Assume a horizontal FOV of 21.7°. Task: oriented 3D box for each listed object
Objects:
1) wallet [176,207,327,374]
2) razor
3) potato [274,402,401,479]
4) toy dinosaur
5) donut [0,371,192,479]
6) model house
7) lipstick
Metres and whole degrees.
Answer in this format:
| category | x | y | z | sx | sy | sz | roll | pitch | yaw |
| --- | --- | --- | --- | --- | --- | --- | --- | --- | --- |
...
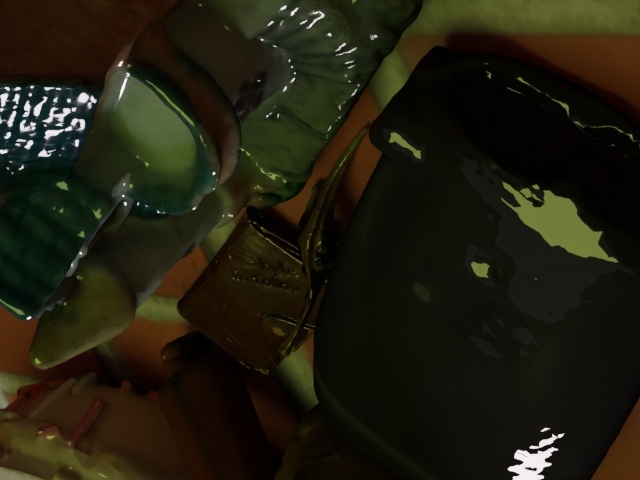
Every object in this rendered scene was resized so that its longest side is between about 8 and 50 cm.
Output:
| category | x | y | z | sx | sy | sz | roll | pitch | yaw |
| --- | --- | --- | --- | --- | --- | --- | --- | --- | --- |
| wallet | -0.045 | 0.042 | 1.212 | 0.095 | 0.026 | 0.176 | 37 | 147 | -4 |
| razor | 0.100 | 0.047 | 1.008 | 0.204 | 0.113 | 0.349 | 32 | 146 | 14 |
| potato | 0.032 | 0.207 | 1.159 | 0.149 | 0.251 | 0.113 | 21 | 128 | -20 |
| toy dinosaur | 0.004 | -0.006 | 1.092 | 0.037 | 0.058 | 0.180 | 13 | 119 | 7 |
| donut | -0.153 | 0.268 | 1.475 | 0.383 | 0.142 | 0.382 | 23 | 142 | 19 |
| model house | -0.132 | -0.043 | 0.924 | 0.194 | 0.325 | 0.267 | 38 | 147 | 2 |
| lipstick | -0.028 | 0.263 | 1.248 | 0.418 | 0.077 | 0.077 | 67 | 150 | 16 |
